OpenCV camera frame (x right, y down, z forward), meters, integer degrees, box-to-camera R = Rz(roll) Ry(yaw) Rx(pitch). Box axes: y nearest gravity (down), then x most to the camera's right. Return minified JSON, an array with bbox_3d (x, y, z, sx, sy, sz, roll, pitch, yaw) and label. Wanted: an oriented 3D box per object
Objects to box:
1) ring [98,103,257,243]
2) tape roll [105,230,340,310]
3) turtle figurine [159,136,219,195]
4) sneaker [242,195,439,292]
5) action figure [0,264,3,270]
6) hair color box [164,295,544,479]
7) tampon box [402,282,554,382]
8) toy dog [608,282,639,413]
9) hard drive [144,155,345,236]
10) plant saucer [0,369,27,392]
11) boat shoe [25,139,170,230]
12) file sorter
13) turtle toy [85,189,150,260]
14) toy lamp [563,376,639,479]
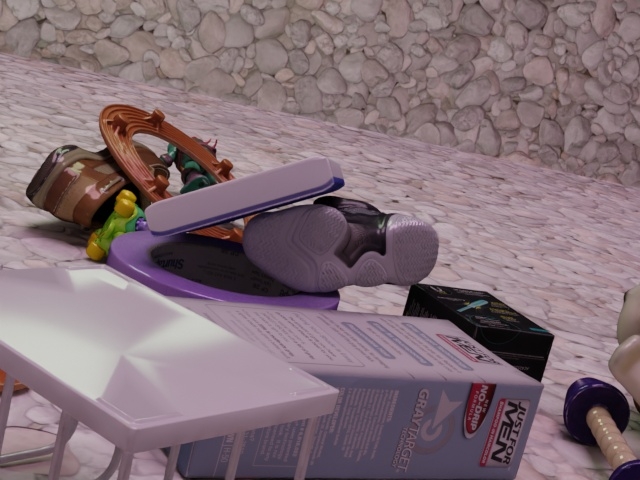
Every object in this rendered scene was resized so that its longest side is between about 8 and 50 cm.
[{"bbox_3d":[-0.192,-0.095,1.926,0.336,0.032,0.336,38,18,-14],"label":"ring"},{"bbox_3d":[-0.120,0.072,1.497,0.275,0.090,0.275,14,14,-3],"label":"tape roll"},{"bbox_3d":[-0.222,-0.115,2.146,0.175,0.118,0.234,7,20,-30],"label":"turtle figurine"},{"bbox_3d":[0.000,0.000,1.538,0.268,0.101,0.153,4,9,-34],"label":"sneaker"},{"bbox_3d":[-0.433,0.030,1.320,0.285,0.099,0.185,17,7,-5],"label":"action figure"},{"bbox_3d":[0.012,0.148,1.267,0.374,0.113,0.185,6,16,-30],"label":"hair color box"},{"bbox_3d":[0.184,0.128,1.563,0.120,0.101,0.161,9,13,-27],"label":"tampon box"},{"bbox_3d":[0.519,0.148,1.476,0.395,0.284,0.408,17,9,-30],"label":"toy dog"},{"bbox_3d":[-0.080,-0.053,1.547,0.210,0.040,0.318,-16,1,4],"label":"hard drive"},{"bbox_3d":[-0.315,0.126,1.217,0.083,0.013,0.083,15,12,-3],"label":"plant saucer"},{"bbox_3d":[-0.301,-0.066,1.860,0.120,0.122,0.324,36,17,12],"label":"boat shoe"},{"bbox_3d":[-0.167,0.145,0.943,0.277,0.173,0.193,24,17,38],"label":"file sorter"},{"bbox_3d":[-0.262,-0.006,1.700,0.066,0.095,0.130,33,9,-15],"label":"turtle toy"},{"bbox_3d":[0.317,0.219,1.390,0.080,0.080,0.275,14,16,-4],"label":"toy lamp"}]
